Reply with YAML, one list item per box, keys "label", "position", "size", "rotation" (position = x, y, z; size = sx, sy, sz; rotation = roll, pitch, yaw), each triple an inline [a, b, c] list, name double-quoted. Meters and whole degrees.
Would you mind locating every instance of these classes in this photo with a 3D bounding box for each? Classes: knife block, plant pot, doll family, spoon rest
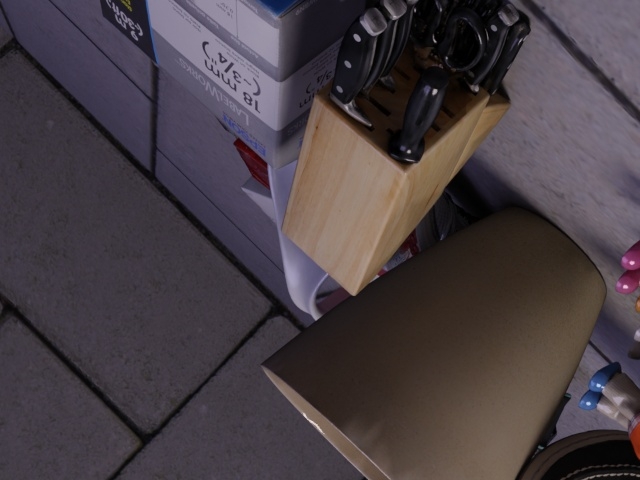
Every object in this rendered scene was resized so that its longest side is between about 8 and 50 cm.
- label: "knife block"
  position: [0.039, -0.072, 0.857]
  size: [0.088, 0.276, 0.242]
  rotation: [42, -160, 12]
- label: "plant pot"
  position: [0.130, 0.108, 1.115]
  size: [0.256, 0.274, 0.256]
  rotation: [44, 171, 9]
- label: "doll family"
  position: [0.307, 0.097, 0.902]
  size: [0.163, 0.118, 0.263]
  rotation: [46, 155, 32]
- label: "spoon rest"
  position: [0.000, 0.000, 1.301]
  size: [0.137, 0.084, 0.276]
  rotation: [34, 150, 35]

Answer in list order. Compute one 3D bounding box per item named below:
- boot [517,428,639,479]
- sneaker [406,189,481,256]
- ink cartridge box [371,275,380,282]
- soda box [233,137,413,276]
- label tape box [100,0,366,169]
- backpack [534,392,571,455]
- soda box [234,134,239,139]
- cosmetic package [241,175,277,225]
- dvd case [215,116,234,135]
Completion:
- label: "boot"
  position: [0.376, 0.291, 1.052]
  size: [0.377, 0.138, 0.284]
  rotation: [21, -178, -33]
- label: "sneaker"
  position: [0.133, -0.009, 1.225]
  size: [0.088, 0.092, 0.225]
  rotation: [-109, -2, -55]
- label: "ink cartridge box"
  position: [0.108, 0.149, 1.887]
  size: [0.198, 0.115, 0.067]
  rotation: [46, 170, -6]
- label: "soda box"
  position: [0.022, -0.058, 1.414]
  size: [0.263, 0.092, 0.083]
  rotation: [39, 169, 29]
- label: "label tape box"
  position: [-0.085, -0.190, 1.059]
  size: [0.240, 0.106, 0.334]
  rotation: [42, 159, 17]
- label: "backpack"
  position: [0.191, 0.157, 1.439]
  size: [0.188, 0.144, 0.166]
  rotation: [23, 178, -15]
- label: "soda box"
  position: [-0.072, -0.139, 1.555]
  size: [0.058, 0.061, 0.181]
  rotation: [40, 170, 21]
- label: "cosmetic package"
  position: [-0.033, -0.051, 1.784]
  size: [0.099, 0.060, 0.239]
  rotation: [49, 170, -22]
- label: "dvd case"
  position: [-0.130, -0.178, 1.789]
  size: [0.119, 0.013, 0.087]
  rotation: [33, 165, 47]
